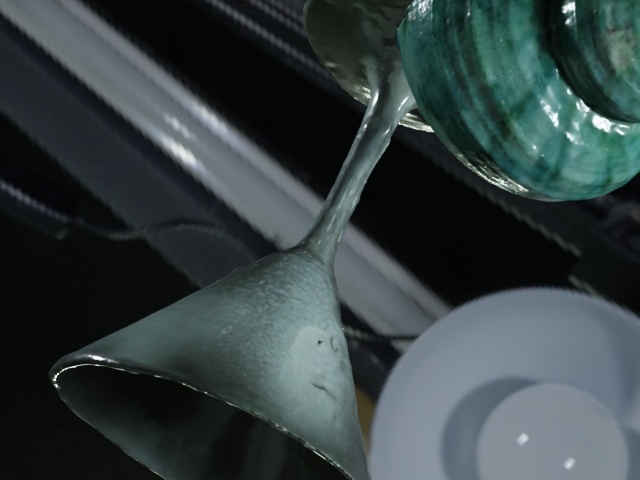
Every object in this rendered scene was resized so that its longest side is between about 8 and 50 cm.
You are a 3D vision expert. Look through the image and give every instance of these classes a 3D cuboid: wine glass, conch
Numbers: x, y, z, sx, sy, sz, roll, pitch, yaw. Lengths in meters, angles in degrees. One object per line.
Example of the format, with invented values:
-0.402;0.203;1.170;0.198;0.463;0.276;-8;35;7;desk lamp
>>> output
0.000;0.000;1.109;0.267;0.406;0.267;22;-24;10;wine glass
0.174;-0.115;0.974;0.202;0.134;0.196;-33;-46;24;conch
